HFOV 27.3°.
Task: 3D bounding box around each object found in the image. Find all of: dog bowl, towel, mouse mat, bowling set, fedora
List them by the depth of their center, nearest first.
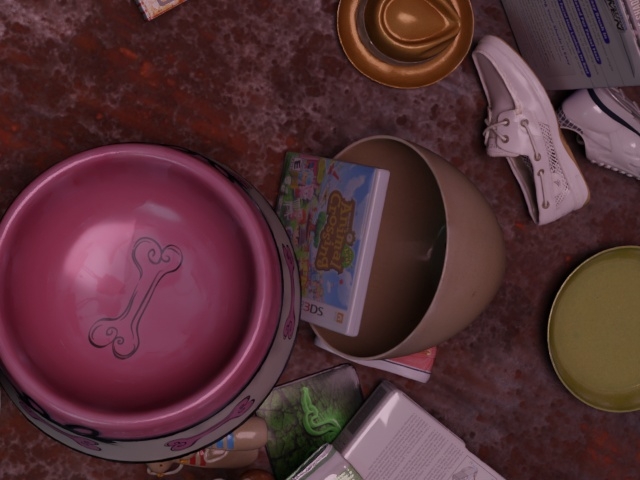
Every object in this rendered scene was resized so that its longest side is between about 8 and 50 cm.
[{"bbox_3d":[-0.225,0.062,1.596,0.408,0.150,0.408,0,80,-1],"label":"dog bowl"},{"bbox_3d":[-0.145,0.286,1.689,0.154,0.200,0.287,-4,93,-12],"label":"bowling set"},{"bbox_3d":[0.018,0.357,1.748,0.113,0.023,0.152,-41,104,-4],"label":"towel"},{"bbox_3d":[0.122,-0.292,1.748,0.194,0.079,0.194,-2,96,-14],"label":"fedora"},{"bbox_3d":[0.000,0.277,1.816,0.153,0.007,0.189,-18,101,-11],"label":"mouse mat"}]

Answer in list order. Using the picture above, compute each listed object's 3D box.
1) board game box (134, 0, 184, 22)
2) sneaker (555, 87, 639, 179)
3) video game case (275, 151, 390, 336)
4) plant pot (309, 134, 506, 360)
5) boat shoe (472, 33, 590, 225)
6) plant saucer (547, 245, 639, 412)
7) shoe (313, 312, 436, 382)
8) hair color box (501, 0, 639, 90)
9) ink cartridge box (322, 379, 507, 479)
[{"bbox_3d":[-0.172,-0.389,1.683,0.193,0.045,0.146,-29,102,-10],"label":"board game box"},{"bbox_3d":[0.426,-0.134,1.845,0.235,0.090,0.095,38,116,-23],"label":"sneaker"},{"bbox_3d":[0.000,0.000,1.695,0.023,0.193,0.212,9,94,-40],"label":"video game case"},{"bbox_3d":[0.129,0.017,1.706,0.191,0.284,0.284,8,94,-40],"label":"plant pot"},{"bbox_3d":[0.268,-0.144,1.789,0.096,0.098,0.277,-32,103,-9],"label":"boat shoe"},{"bbox_3d":[0.431,0.125,1.889,0.241,0.037,0.241,-2,96,-14],"label":"plant saucer"},{"bbox_3d":[0.080,0.132,1.794,0.178,0.063,0.081,19,90,-20],"label":"shoe"},{"bbox_3d":[0.350,-0.295,1.668,0.110,0.339,0.185,-24,101,-10],"label":"hair color box"},{"bbox_3d":[0.098,0.386,1.816,0.261,0.066,0.296,40,88,-16],"label":"ink cartridge box"}]
